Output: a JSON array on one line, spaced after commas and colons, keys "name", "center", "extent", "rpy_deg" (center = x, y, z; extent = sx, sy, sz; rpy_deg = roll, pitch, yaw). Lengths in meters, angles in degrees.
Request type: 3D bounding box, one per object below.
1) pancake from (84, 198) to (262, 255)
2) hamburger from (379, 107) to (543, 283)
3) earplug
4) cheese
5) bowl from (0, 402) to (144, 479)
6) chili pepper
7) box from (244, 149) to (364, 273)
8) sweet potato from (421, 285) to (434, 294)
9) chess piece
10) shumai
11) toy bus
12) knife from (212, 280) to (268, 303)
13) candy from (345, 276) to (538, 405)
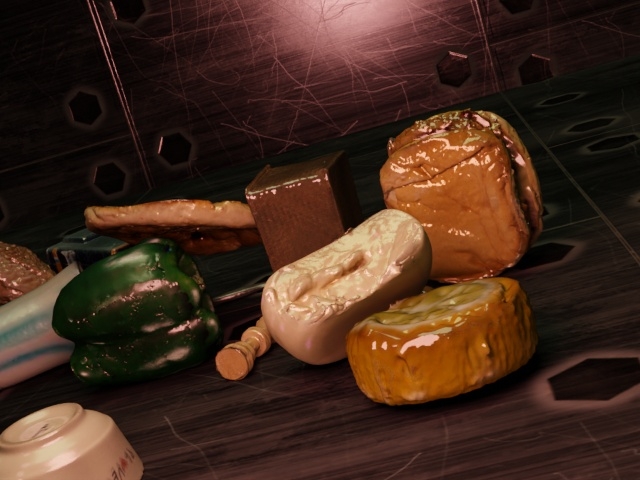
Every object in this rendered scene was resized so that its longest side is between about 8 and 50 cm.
[{"name": "pancake", "center": [-0.240, -0.026, 1.830], "extent": [0.356, 0.065, 0.356], "rpy_deg": [-1, -9, 0]}, {"name": "hamburger", "center": [0.236, -0.076, 1.720], "extent": [0.260, 0.283, 0.144], "rpy_deg": [-4, 26, 22]}, {"name": "earplug", "center": [-0.559, 0.189, 1.907], "extent": [0.324, 0.185, 0.185], "rpy_deg": [-26, 15, -10]}, {"name": "cheese", "center": [0.042, 0.067, 1.492], "extent": [0.266, 0.127, 0.233], "rpy_deg": [-35, -22, -14]}, {"name": "bowl", "center": [-0.348, 0.287, 1.345], "extent": [0.211, 0.112, 0.211], "rpy_deg": [-18, 13, 4]}, {"name": "chili pepper", "center": [-0.306, 0.124, 1.731], "extent": [0.257, 0.233, 0.248], "rpy_deg": [-23, -3, 2]}, {"name": "box", "center": [-0.002, 0.001, 1.721], "extent": [0.143, 0.273, 0.184], "rpy_deg": [-14, 14, 14]}, {"name": "sweet potato", "center": [0.149, 0.095, 1.627], "extent": [0.068, 0.068, 0.226], "rpy_deg": [-23, 28, -23]}, {"name": "chess piece", "center": [-0.107, 0.166, 1.661], "extent": [0.060, 0.060, 0.172], "rpy_deg": [-11, 12, 24]}, {"name": "shumai", "center": [-0.626, 0.106, 2.036], "extent": [0.206, 0.175, 0.166], "rpy_deg": [23, 15, -19]}, {"name": "toy bus", "center": [-0.413, 0.072, 2.103], "extent": [0.162, 0.194, 0.323], "rpy_deg": [-28, 18, -36]}, {"name": "knife", "center": [-0.096, 0.084, 2.049], "extent": [0.247, 0.018, 0.035], "rpy_deg": [-18, 11, -9]}, {"name": "candy", "center": [0.159, 0.127, 1.361], "extent": [0.260, 0.118, 0.260], "rpy_deg": [-16, 10, 3]}]
